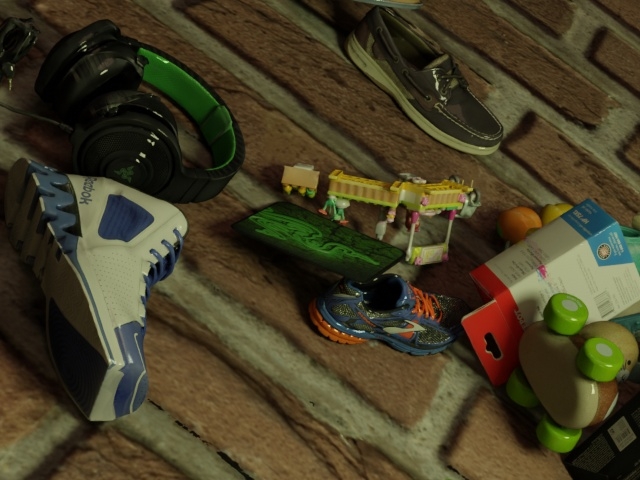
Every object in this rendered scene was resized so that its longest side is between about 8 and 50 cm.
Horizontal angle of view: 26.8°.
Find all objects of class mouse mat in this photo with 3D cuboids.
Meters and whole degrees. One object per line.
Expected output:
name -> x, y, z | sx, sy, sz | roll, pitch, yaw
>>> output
mouse mat -> 0.000, 0.000, 1.659 | 0.189, 0.007, 0.152 | 22, 22, 18

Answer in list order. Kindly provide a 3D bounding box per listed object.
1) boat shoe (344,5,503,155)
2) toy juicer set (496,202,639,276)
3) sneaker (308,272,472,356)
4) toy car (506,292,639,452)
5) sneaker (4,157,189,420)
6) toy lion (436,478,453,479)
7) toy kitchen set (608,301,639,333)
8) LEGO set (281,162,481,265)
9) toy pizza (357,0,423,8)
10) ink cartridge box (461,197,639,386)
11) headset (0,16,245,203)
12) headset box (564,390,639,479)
boat shoe -> 0.163, -0.240, 2.000 | 0.285, 0.092, 0.103 | 42, 43, 11
toy juicer set -> 0.398, 0.016, 1.890 | 0.329, 0.089, 0.209 | 3, 18, -18
sneaker -> 0.099, 0.086, 1.651 | 0.221, 0.087, 0.083 | 4, 50, -30
toy car -> 0.351, 0.154, 1.648 | 0.188, 0.155, 0.149 | -5, 44, -29
sneaker -> -0.216, 0.031, 1.469 | 0.182, 0.127, 0.315 | -3, 51, -33
toy lion -> 0.150, 0.316, 1.511 | 0.096, 0.034, 0.100 | 40, 41, 17
toy kitchen set -> 0.405, 0.154, 1.807 | 0.207, 0.166, 0.122 | -14, 50, 3
LEGO set -> 0.086, -0.032, 1.777 | 0.287, 0.107, 0.132 | 2, 15, -26
toy pizza -> 0.061, -0.391, 2.053 | 0.201, 0.032, 0.201 | 11, 16, -3
ink cartridge box -> 0.282, 0.068, 1.701 | 0.134, 0.231, 0.078 | 61, -4, -33
headset -> -0.243, -0.173, 1.604 | 0.394, 0.185, 0.243 | 3, 48, -46
headset box -> 0.484, 0.236, 1.658 | 0.293, 0.218, 0.110 | -6, 56, -37
